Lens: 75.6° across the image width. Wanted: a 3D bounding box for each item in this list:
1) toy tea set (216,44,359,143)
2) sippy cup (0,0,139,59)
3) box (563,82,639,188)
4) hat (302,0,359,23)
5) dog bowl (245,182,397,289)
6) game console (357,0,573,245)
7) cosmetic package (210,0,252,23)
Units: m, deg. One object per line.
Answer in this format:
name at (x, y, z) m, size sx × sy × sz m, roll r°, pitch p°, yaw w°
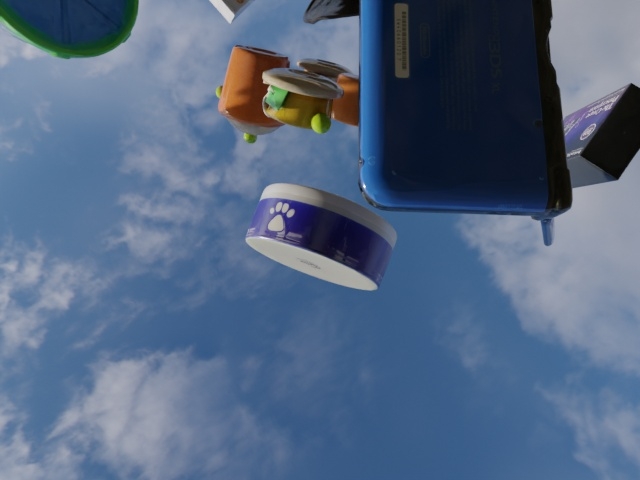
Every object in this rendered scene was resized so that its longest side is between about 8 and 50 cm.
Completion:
toy tea set at (-0.006, -0.145, 0.513) m, size 0.200 × 0.124 × 0.336 m, roll -1°, pitch -149°, yaw -26°
sippy cup at (-0.473, -0.433, 0.708) m, size 0.306 × 0.224 × 0.239 m, roll 3°, pitch -79°, yaw -48°
box at (0.631, -0.226, 0.970) m, size 0.103 × 0.261 × 0.184 m, roll 31°, pitch -87°, yaw 3°
hat at (0.085, -0.540, 0.741) m, size 0.332 × 0.134 × 0.331 m, roll -17°, pitch -134°, yaw 19°
dog bowl at (0.000, 0.000, 0.770) m, size 0.265 × 0.265 × 0.104 m, roll 21°, pitch -102°, yaw 1°
game console at (0.157, -0.150, 0.436) m, size 0.251 × 0.173 × 0.292 m, roll 2°, pitch -102°, yaw -2°
cosmetic package at (-0.256, -0.632, 0.936) m, size 0.239 × 0.060 × 0.099 m, roll 44°, pitch -98°, yaw -21°
